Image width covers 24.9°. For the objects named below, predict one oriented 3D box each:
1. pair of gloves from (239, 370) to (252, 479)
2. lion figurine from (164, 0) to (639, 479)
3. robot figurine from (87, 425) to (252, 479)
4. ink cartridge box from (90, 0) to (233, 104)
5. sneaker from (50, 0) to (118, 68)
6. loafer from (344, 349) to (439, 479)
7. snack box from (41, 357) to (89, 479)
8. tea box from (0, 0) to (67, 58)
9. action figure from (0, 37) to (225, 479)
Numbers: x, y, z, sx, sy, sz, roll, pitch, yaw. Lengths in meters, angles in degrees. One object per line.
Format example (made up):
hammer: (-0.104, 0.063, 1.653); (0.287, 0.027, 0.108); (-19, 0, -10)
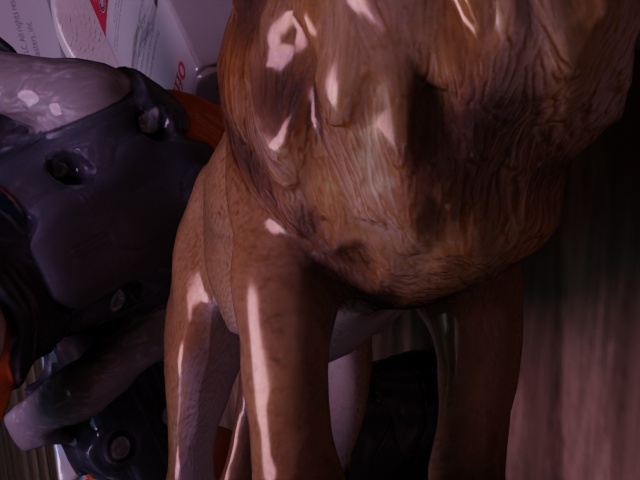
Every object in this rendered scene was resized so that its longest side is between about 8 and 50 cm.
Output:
pair of gloves: (-0.056, 0.080, 0.819); (0.198, 0.023, 0.159); (-21, 59, 48)
lion figurine: (0.000, 0.000, 0.525); (0.392, 0.142, 0.240); (146, 126, -61)
robot figurine: (-0.090, 0.211, 0.921); (0.158, 0.128, 0.219); (48, -143, -65)
ink cartridge box: (-0.074, -0.121, 0.808); (0.150, 0.063, 0.109); (64, 155, 26)
sneaker: (-0.122, -0.104, 0.929); (0.094, 0.080, 0.212); (172, 83, -79)
loafer: (0.007, 0.126, 0.701); (0.062, 0.061, 0.170); (45, 124, 47)
snack box: (-0.174, 0.220, 1.152); (0.187, 0.060, 0.322); (119, 142, -74)
tea box: (-0.298, -0.138, 1.050); (0.323, 0.220, 0.329); (147, 108, -79)
action figure: (-0.116, 0.057, 0.647); (0.178, 0.330, 0.341); (-7, 119, 46)
